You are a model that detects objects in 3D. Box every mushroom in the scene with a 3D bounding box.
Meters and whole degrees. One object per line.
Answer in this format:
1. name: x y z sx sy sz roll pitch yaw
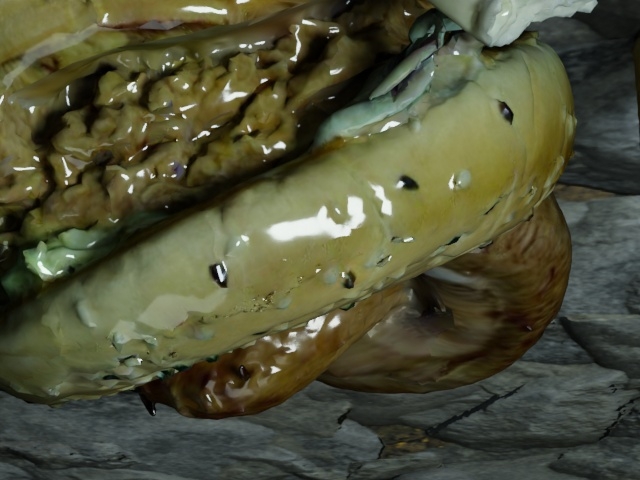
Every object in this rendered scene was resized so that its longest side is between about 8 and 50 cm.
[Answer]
1. mushroom: -0.009 -0.007 1.149 0.283 0.195 0.263 -21 144 5

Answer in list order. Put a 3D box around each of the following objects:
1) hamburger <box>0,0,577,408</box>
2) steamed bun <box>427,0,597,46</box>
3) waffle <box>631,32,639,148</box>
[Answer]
1. hamburger: -0.055 -0.044 0.904 0.318 0.195 0.277 -24 -179 17
2. steamed bun: 0.078 -0.218 0.725 0.170 0.200 0.225 -35 164 -24
3. waffle: 0.230 -0.060 1.007 0.055 0.221 0.248 6 154 -13
